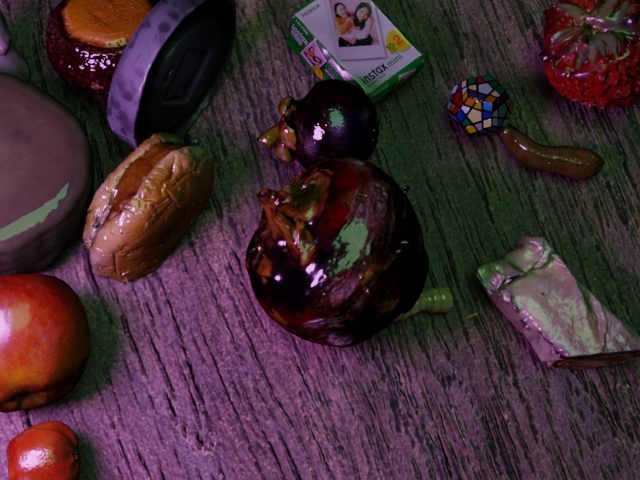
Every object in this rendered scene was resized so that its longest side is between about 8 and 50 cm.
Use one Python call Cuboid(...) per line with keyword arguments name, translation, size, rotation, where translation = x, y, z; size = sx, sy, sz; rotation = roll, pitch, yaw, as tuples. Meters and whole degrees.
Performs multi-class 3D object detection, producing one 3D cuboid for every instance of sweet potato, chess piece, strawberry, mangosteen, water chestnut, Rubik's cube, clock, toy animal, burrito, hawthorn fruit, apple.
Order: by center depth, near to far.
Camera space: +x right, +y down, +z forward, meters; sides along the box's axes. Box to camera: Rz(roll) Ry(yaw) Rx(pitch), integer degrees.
Cuboid(name="hawthorn fruit", translation=(-0.446, 0.354, 1.539), size=(0.128, 0.128, 0.128), rotation=(4, 69, -10))
Cuboid(name="apple", translation=(-0.484, 0.166, 1.550), size=(0.230, 0.230, 0.229), rotation=(4, 69, -10))
Cuboid(name="water chestnut", translation=(0.000, 0.000, 1.650), size=(0.347, 0.335, 0.335), rotation=(31, 62, -35))
Cuboid(name="toy animal", translation=(-0.590, -0.351, 1.703), size=(0.127, 0.251, 0.125), rotation=(-2, 67, -11))
Cuboid(name="clock", translation=(-0.261, -0.308, 1.715), size=(0.067, 0.325, 0.325), rotation=(31, 67, 10))
Cuboid(name="chess piece", translation=(0.183, 0.116, 1.782), size=(0.122, 0.066, 0.066), rotation=(-2, 70, -18))
Cuboid(name="burrito", translation=(0.450, 0.144, 1.801), size=(0.175, 0.107, 0.348), rotation=(-44, 80, -6))
Cuboid(name="mangosteen", translation=(-0.005, -0.212, 1.807), size=(0.231, 0.194, 0.194), rotation=(3, 68, 9))
Cuboid(name="Rubik's cube", translation=(0.321, -0.269, 1.917), size=(0.133, 0.133, 0.111), rotation=(-9, 84, -14))
Cuboid(name="sweet potato", translation=(0.463, -0.175, 1.945), size=(0.233, 0.062, 0.081), rotation=(19, 52, 0))
Cuboid(name="strawberry", translation=(0.586, -0.386, 1.981), size=(0.261, 0.257, 0.261), rotation=(-9, 59, 15))

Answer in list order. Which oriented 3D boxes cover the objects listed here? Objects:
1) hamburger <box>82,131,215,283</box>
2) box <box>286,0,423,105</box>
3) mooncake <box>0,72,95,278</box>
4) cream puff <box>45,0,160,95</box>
Cuboid(name="hamburger", translation=(-0.296, -0.075, 1.681), size=(0.132, 0.211, 0.309), rotation=(36, 69, 9))
Cuboid(name="box", translation=(0.068, -0.391, 1.925), size=(0.180, 0.103, 0.250), rotation=(-40, 81, -21))
Cuboid(name="mooncake", translation=(-0.569, -0.106, 1.649), size=(0.357, 0.194, 0.356), rotation=(5, 68, -13))
Cuboid(name="cream puff", translation=(-0.391, -0.367, 1.784), size=(0.239, 0.164, 0.239), rotation=(2, 53, -2))
